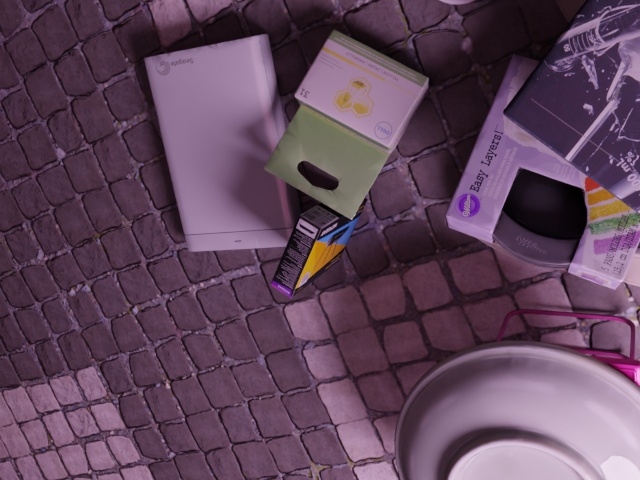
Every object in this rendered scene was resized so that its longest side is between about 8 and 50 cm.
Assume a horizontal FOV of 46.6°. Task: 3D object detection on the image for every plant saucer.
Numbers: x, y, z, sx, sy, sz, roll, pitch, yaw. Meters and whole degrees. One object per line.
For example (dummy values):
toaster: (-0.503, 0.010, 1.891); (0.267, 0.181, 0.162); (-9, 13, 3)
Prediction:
plant saucer: (0.282, 0.336, 1.011); (0.400, 0.100, 0.401); (8, 113, 21)

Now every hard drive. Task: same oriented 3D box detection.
hard drive: (-0.164, -0.158, 1.286); (0.232, 0.047, 0.353); (-3, 106, 26)

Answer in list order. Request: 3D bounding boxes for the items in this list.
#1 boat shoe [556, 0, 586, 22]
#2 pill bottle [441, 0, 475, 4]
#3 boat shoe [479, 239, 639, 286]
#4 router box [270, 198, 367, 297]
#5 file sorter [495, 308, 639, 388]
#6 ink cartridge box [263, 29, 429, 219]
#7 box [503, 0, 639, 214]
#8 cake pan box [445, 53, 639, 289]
boat shoe: (0.330, -0.378, 0.984); (0.064, 0.075, 0.206); (-26, 90, -13)
pill bottle: (0.200, -0.365, 0.966); (0.107, 0.180, 0.108); (8, 111, 22)
boat shoe: (0.372, -0.016, 1.074); (0.335, 0.096, 0.112); (16, 150, 23)
router box: (0.000, 0.000, 1.189); (0.046, 0.179, 0.133); (32, 119, 14)
file sorter: (0.364, 0.266, 1.111); (0.202, 0.182, 0.291); (2, 110, 23)
ink cartridge box: (0.034, -0.176, 1.127); (0.171, 0.056, 0.235); (30, 88, 12)
box: (0.438, -0.166, 0.808); (0.343, 0.179, 0.313); (39, 111, 12)
cake pan box: (0.324, -0.091, 1.000); (0.245, 0.070, 0.267); (23, 83, 19)
